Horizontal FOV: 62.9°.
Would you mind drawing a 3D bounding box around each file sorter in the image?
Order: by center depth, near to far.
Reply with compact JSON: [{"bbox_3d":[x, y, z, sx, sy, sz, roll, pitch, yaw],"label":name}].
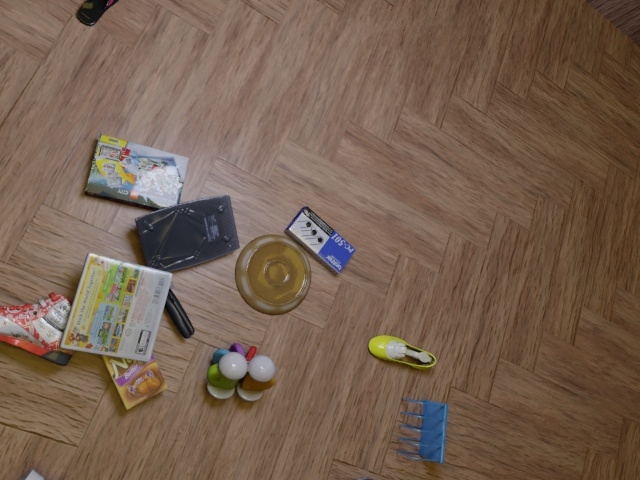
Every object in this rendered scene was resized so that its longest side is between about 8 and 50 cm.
[{"bbox_3d":[0.306,0.574,1.593,0.105,0.118,0.170,12,76,-19],"label":"file sorter"}]

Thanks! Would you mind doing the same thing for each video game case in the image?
[{"bbox_3d":[-0.486,0.164,1.263,0.206,0.026,0.226,18,78,-29],"label":"video game case"}]

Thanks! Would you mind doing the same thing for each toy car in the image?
[{"bbox_3d":[-0.211,0.337,1.388,0.182,0.159,0.136,11,42,-23],"label":"toy car"}]

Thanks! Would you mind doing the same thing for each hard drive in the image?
[{"bbox_3d":[-0.352,-0.020,1.391,0.255,0.054,0.171,-18,109,-27],"label":"hard drive"}]

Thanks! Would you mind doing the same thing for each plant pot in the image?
[{"bbox_3d":[-0.129,0.096,1.515,0.237,0.032,0.236,5,79,-24],"label":"plant pot"}]

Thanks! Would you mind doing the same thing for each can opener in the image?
[{"bbox_3d":[-0.389,0.174,1.374,0.186,0.073,0.059,55,25,-9],"label":"can opener"}]

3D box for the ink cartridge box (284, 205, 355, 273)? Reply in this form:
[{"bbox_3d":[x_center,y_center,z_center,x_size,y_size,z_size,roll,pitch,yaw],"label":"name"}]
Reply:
[{"bbox_3d":[0.000,0.000,1.583,0.207,0.046,0.097,42,68,-14],"label":"ink cartridge box"}]

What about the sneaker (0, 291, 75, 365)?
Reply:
[{"bbox_3d":[-0.682,0.173,1.213,0.270,0.090,0.144,31,69,-21],"label":"sneaker"}]

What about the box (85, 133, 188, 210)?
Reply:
[{"bbox_3d":[-0.482,-0.171,1.387,0.233,0.044,0.159,14,76,-23],"label":"box"}]

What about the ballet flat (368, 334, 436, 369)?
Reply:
[{"bbox_3d":[0.262,0.348,1.630,0.231,0.077,0.077,22,74,-20],"label":"ballet flat"}]

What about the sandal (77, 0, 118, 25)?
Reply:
[{"bbox_3d":[-0.592,-0.660,1.419,0.067,0.040,0.179,30,70,-18],"label":"sandal"}]

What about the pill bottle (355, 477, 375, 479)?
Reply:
[{"bbox_3d":[0.186,0.764,1.382,0.188,0.334,0.187,4,80,-25],"label":"pill bottle"}]

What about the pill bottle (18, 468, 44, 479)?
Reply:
[{"bbox_3d":[-0.595,0.620,1.158,0.221,0.121,0.121,48,66,-11],"label":"pill bottle"}]

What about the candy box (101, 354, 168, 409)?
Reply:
[{"bbox_3d":[-0.472,0.310,1.307,0.109,0.053,0.186,-25,91,-26],"label":"candy box"}]
